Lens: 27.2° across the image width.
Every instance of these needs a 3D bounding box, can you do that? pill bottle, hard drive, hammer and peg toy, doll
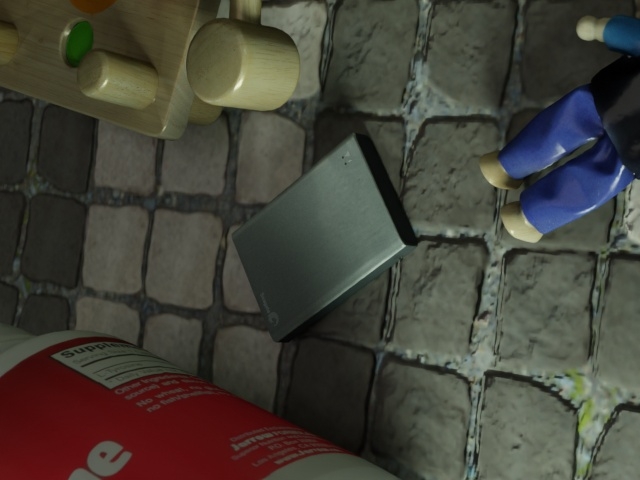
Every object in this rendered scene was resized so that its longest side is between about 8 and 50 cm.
[{"bbox_3d":[-0.131,0.197,0.901,0.407,0.229,0.229,20,98,40],"label":"pill bottle"},{"bbox_3d":[0.000,0.000,0.944,0.135,0.022,0.094,-39,62,31],"label":"hard drive"},{"bbox_3d":[-0.123,-0.217,1.005,0.361,0.127,0.266,19,96,40],"label":"hammer and peg toy"},{"bbox_3d":[0.180,-0.076,0.782,0.189,0.046,0.129,-33,66,34],"label":"doll"}]
